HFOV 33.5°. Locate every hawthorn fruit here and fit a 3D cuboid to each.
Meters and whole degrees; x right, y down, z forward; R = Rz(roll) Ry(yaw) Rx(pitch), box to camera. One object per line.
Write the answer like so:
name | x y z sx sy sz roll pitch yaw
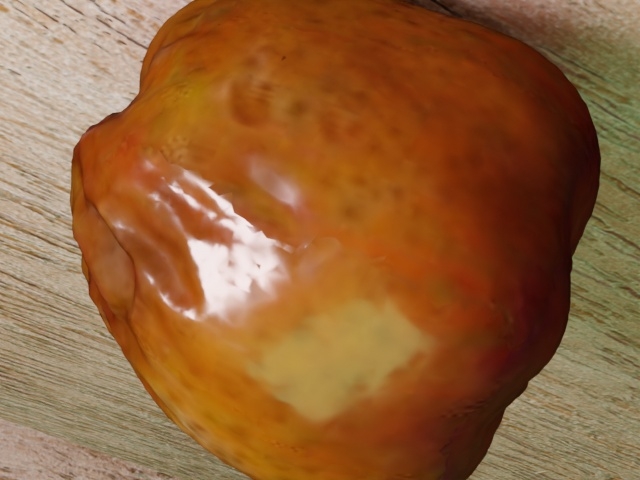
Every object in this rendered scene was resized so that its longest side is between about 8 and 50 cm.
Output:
hawthorn fruit | 0.000 0.000 0.941 0.471 0.472 0.472 6 150 3
